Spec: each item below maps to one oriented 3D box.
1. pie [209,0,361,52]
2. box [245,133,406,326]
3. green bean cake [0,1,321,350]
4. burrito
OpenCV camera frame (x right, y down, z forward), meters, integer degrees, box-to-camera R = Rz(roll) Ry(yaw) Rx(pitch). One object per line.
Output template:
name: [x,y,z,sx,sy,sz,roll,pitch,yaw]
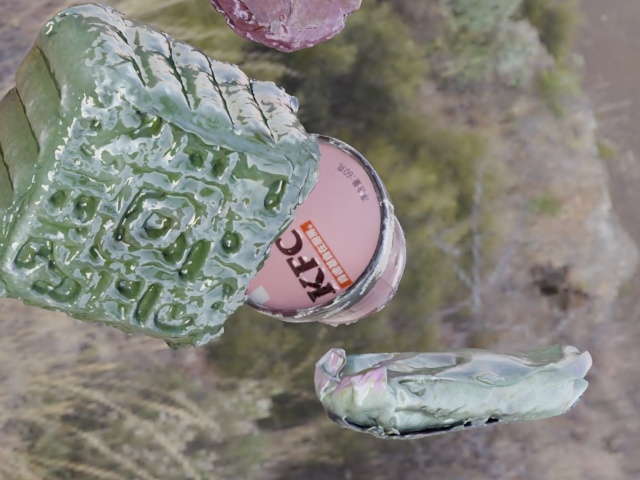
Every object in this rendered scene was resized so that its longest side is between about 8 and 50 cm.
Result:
pie: [-0.027,-0.218,1.159,0.154,0.038,0.153,7,78,-38]
box: [0.000,0.000,1.237,0.135,0.151,0.151,33,48,-68]
green bean cake: [-0.111,-0.030,0.900,0.181,0.173,0.094,22,25,-30]
burrito: [0.123,0.120,1.231,0.309,0.096,0.066,2,101,-43]
